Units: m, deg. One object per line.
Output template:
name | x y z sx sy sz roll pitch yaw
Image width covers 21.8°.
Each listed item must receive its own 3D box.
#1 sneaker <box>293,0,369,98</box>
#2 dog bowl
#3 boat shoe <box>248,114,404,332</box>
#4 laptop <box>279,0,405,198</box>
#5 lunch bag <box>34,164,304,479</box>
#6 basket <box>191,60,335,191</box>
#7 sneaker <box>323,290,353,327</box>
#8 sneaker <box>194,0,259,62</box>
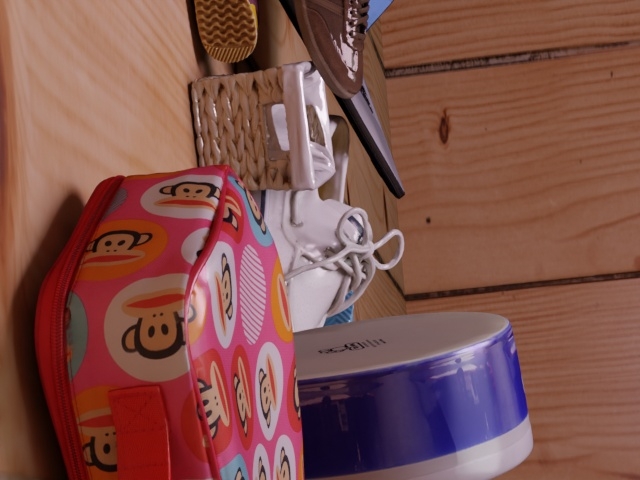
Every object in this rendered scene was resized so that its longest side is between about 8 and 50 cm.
sneaker | 0.016 -0.225 1.509 0.066 0.071 0.188 -9 81 -68
dog bowl | 0.030 0.133 1.319 0.265 0.264 0.104 -40 121 -81
boat shoe | 0.001 0.005 1.617 0.367 0.156 0.136 -88 169 -49
laptop | 0.068 -0.339 1.767 0.382 0.236 0.408 56 13 -47
lunch bag | -0.083 0.123 1.011 0.258 0.120 0.293 -79 162 -64
basket | -0.051 -0.102 1.514 0.167 0.103 0.113 -42 126 -80
sneaker | -0.007 0.127 1.787 0.092 0.087 0.229 83 9 -80
sneaker | -0.092 -0.256 1.504 0.084 0.069 0.186 -102 -170 -75
